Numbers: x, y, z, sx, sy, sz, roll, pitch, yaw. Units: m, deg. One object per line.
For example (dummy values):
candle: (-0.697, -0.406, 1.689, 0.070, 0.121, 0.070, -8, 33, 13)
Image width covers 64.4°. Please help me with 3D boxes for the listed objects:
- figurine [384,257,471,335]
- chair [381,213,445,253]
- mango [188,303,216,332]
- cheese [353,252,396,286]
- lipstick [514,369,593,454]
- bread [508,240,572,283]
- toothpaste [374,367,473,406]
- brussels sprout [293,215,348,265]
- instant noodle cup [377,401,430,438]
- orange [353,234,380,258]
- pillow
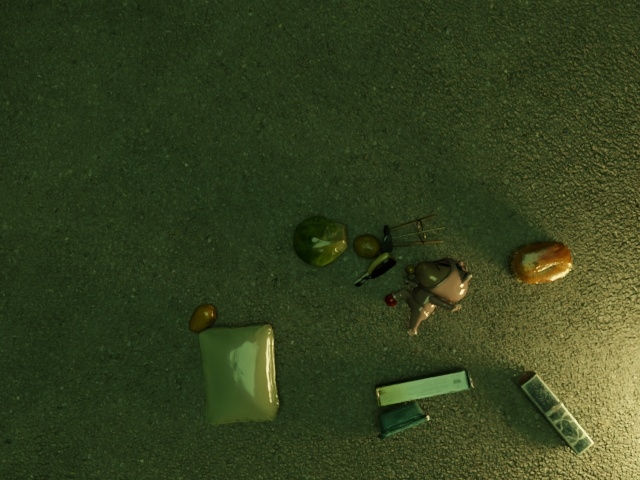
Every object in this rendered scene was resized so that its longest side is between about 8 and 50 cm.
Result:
figurine: (0.350, 0.162, 1.659, 0.287, 0.176, 0.186, -41, 111, 15)
chair: (0.299, -0.025, 1.709, 0.221, 0.104, 0.095, -14, 57, -2)
mango: (-0.408, 0.270, 1.751, 0.079, 0.057, 0.114, 45, 94, -3)
cheese: (0.181, 0.105, 1.719, 0.162, 0.086, 0.036, -41, 60, 15)
lipstick: (0.762, 0.560, 1.658, 0.077, 0.076, 0.290, -39, 88, -1)
bread: (0.722, 0.071, 1.668, 0.190, 0.114, 0.132, -15, 89, 8)
toothpaste: (0.338, 0.482, 1.682, 0.312, 0.089, 0.071, -13, 80, 3)
brussels sprout: (0.001, 0.004, 1.699, 0.180, 0.144, 0.161, 3, 53, 15)
instant noodle cup: (0.263, 0.580, 1.655, 0.179, 0.157, 0.070, -24, 70, 2)
orange: (0.155, 0.020, 1.713, 0.095, 0.085, 0.085, 9, 88, 18)
pillow: (-0.271, 0.446, 1.703, 0.255, 0.120, 0.322, -5, 88, 3)
